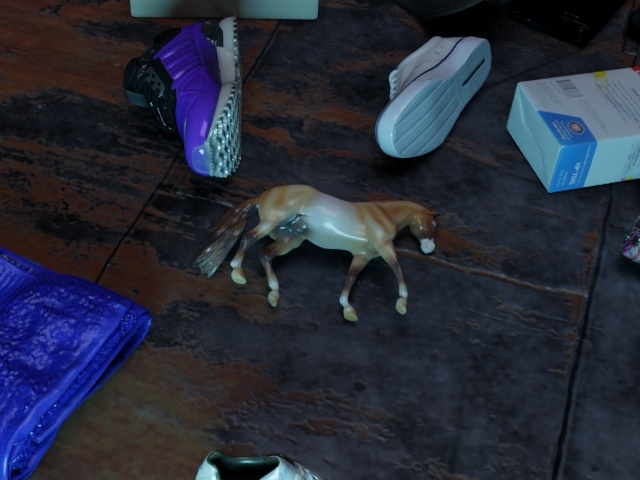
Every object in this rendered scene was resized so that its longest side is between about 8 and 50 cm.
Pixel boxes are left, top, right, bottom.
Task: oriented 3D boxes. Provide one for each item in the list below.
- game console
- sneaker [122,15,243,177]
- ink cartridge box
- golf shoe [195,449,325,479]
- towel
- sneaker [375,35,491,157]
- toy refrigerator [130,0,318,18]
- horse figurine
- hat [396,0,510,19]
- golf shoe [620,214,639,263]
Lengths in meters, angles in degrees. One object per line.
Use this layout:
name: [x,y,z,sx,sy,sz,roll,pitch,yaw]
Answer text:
game console: [0.477,-0.327,1.452,0.361,0.044,0.213,28,50,23]
sneaker: [-0.172,-0.173,1.210,0.146,0.102,0.293,-2,40,-1]
ink cartridge box: [0.369,-0.144,1.228,0.231,0.078,0.134,-9,46,-13]
golf shoe: [-0.021,0.218,0.821,0.176,0.086,0.069,7,42,1]
towel: [-0.348,0.081,0.942,0.308,0.076,0.227,21,46,16]
sneaker: [0.128,-0.184,1.257,0.091,0.094,0.258,10,37,33]
toy refrigerator: [-0.139,-0.389,1.429,0.270,0.094,0.102,0,45,-4]
horse figurine: [0.000,0.000,1.062,0.263,0.066,0.174,9,50,1]
hat: [0.252,-0.442,1.461,0.134,0.331,0.331,27,32,-35]
golf shoe: [0.417,-0.036,1.099,0.086,0.067,0.186,36,83,0]
